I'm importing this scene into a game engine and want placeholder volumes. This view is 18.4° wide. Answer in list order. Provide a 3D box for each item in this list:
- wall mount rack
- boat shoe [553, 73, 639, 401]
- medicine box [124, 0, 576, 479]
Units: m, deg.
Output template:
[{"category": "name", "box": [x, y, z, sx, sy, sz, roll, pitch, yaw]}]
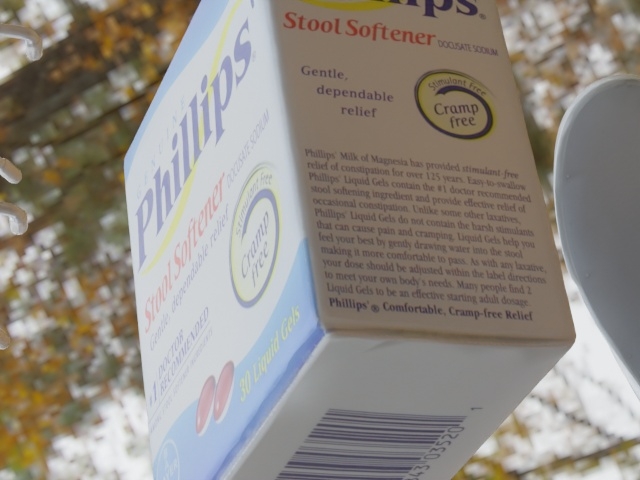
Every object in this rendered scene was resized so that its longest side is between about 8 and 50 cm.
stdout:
[{"category": "wall mount rack", "box": [-0.353, -0.053, 1.994, 0.130, 0.304, 0.350, 8, -118, -13]}, {"category": "boat shoe", "box": [0.271, 0.050, 1.419, 0.367, 0.136, 0.156, 63, -172, -4]}, {"category": "medicine box", "box": [0.000, 0.000, 1.140, 0.149, 0.263, 0.289, 5, -125, -22]}]
